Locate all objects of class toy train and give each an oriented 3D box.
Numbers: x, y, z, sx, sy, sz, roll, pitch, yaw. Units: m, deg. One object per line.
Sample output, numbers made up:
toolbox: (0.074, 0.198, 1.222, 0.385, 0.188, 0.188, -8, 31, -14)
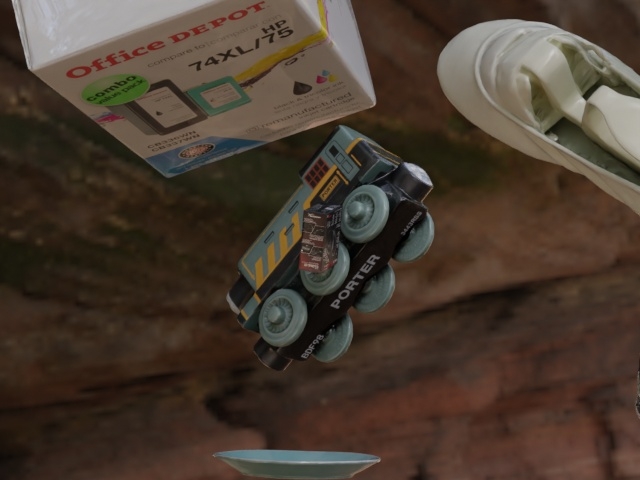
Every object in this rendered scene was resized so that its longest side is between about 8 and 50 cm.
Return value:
toy train: (0.009, 0.011, 2.142, 0.142, 0.190, 0.334, 21, -67, -45)

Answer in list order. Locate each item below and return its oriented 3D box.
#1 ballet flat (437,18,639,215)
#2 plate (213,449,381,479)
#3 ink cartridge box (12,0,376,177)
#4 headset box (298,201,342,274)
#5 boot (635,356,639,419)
ballet flat: (0.258, -0.127, 1.564, 0.139, 0.139, 0.400, -1, 33, -49)
plate: (-0.027, 0.251, 1.830, 0.188, 0.024, 0.188, 1, -5, 0)
ink cartridge box: (-0.102, -0.202, 1.271, 0.198, 0.197, 0.270, -19, -19, 12)
headset box: (0.000, 0.000, 2.006, 0.032, 0.083, 0.062, 11, 15, 18)
boot: (0.372, 0.100, 1.712, 0.069, 0.190, 0.086, 8, -31, 15)
